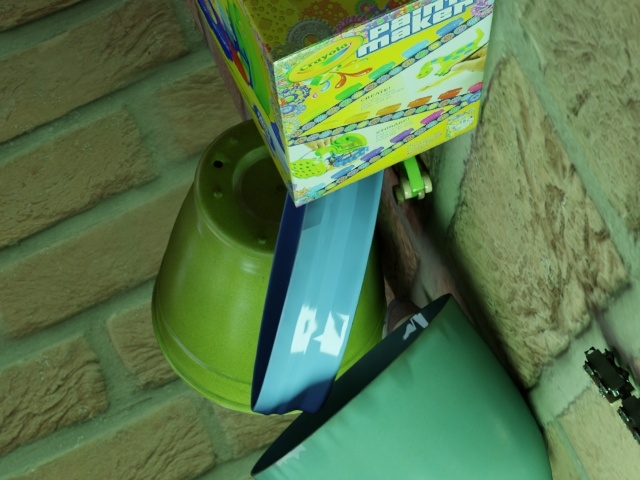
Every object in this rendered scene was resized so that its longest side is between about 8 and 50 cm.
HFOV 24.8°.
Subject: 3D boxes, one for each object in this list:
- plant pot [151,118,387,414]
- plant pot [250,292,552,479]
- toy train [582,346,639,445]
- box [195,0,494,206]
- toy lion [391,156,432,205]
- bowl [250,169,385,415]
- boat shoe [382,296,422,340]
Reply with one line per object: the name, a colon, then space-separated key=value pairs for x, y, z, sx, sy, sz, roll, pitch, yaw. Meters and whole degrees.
plant pot: x=-0.064 y=0.013 z=2.101 sx=0.353 sy=0.366 sz=0.366 roll=99 pitch=148 yaw=-59
plant pot: x=0.111 y=0.240 z=1.580 sx=0.235 sy=0.293 sz=0.293 roll=48 pitch=174 yaw=0
toy train: x=0.245 y=0.138 z=1.104 sx=0.036 sy=0.027 sz=0.158 roll=56 pitch=-177 yaw=-45
box: x=-0.008 y=-0.229 z=1.146 sx=0.279 sy=0.177 sz=0.290 roll=83 pitch=161 yaw=-70
toy lion: x=0.089 y=-0.091 z=1.602 sx=0.100 sy=0.034 sz=0.096 roll=131 pitch=122 yaw=-84
bowl: x=0.000 y=0.000 z=1.583 sx=0.391 sy=0.077 sz=0.391 roll=-168 pitch=90 yaw=-85
boat shoe: x=0.141 y=0.195 z=2.003 sx=0.092 sy=0.102 sz=0.285 roll=-113 pitch=6 yaw=-50
